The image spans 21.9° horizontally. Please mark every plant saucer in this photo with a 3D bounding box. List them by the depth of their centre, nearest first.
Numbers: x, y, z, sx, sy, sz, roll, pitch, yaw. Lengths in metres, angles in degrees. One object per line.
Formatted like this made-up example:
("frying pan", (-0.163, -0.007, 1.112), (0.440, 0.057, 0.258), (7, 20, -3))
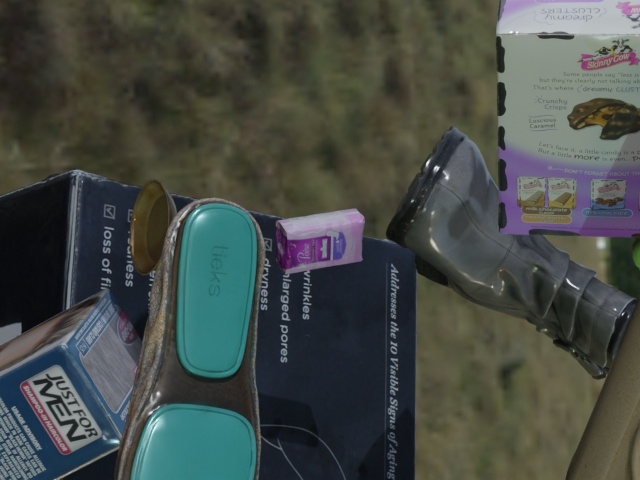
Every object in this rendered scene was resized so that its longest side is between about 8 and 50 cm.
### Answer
("plant saucer", (-0.143, -0.011, 1.434), (0.083, 0.015, 0.083), (-19, -112, 58))

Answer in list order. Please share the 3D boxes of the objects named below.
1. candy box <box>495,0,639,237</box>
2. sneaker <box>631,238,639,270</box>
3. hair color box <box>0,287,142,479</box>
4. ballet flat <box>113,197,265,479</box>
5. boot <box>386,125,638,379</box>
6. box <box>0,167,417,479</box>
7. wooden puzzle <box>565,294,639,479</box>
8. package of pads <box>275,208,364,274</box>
("candy box", (0.215, -0.095, 1.233), (0.070, 0.165, 0.196), (-78, 167, -46))
("sneaker", (0.389, -0.094, 1.781), (0.483, 0.185, 0.202), (40, 50, -56))
("hair color box", (-0.321, 0.181, 1.435), (0.105, 0.347, 0.174), (61, 11, -10))
("ballet flat", (-0.098, 0.126, 1.256), (0.106, 0.107, 0.316), (143, -40, -65))
("boot", (0.191, 0.019, 1.490), (0.118, 0.223, 0.338), (-57, 164, -1))
("box", (-0.155, 0.215, 1.812), (0.472, 0.297, 0.480), (12, 73, -37))
("wooden puzzle", (0.322, 0.125, 0.997), (0.348, 0.080, 0.322), (44, -51, 39))
("package of pads", (0.000, 0.000, 1.562), (0.032, 0.083, 0.050), (-125, -149, -55))
